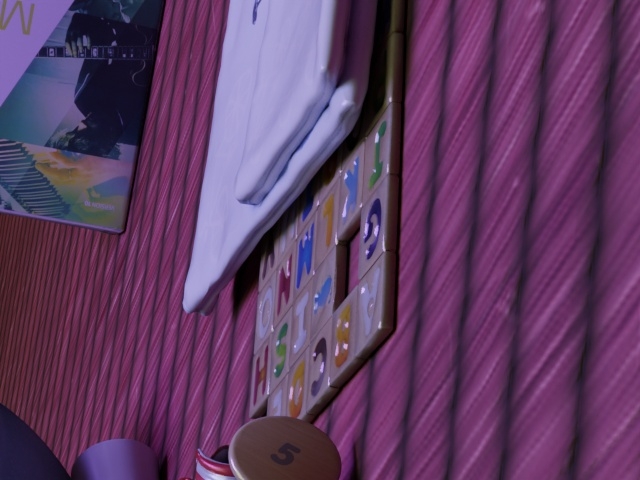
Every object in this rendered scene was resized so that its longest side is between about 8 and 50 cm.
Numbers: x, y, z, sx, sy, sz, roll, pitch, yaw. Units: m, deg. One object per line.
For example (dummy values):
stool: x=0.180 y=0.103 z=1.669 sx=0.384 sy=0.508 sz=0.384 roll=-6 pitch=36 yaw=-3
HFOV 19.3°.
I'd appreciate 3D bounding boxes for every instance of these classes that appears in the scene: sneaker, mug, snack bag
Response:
sneaker: x=-0.060 y=0.149 z=1.045 sx=0.118 sy=0.042 sz=0.067 roll=158 pitch=118 yaw=-65
mug: x=-0.133 y=0.185 z=1.310 sx=0.062 sy=0.078 sz=0.064 roll=-40 pitch=39 yaw=16
snack bag: x=-0.021 y=-0.155 z=1.105 sx=0.342 sy=0.037 sz=0.323 roll=130 pitch=149 yaw=-64

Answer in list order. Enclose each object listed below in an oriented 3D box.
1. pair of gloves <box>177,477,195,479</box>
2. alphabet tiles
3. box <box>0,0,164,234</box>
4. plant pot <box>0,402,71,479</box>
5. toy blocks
pair of gloves: x=-0.068 y=0.210 z=0.894 sx=0.159 sy=0.023 sz=0.198 roll=76 pitch=-160 yaw=-47
alphabet tiles: x=0.000 y=0.000 z=0.986 sx=0.237 sy=0.009 sz=0.198 roll=126 pitch=151 yaw=-59
box: x=-0.267 y=-0.182 z=1.713 sx=0.058 sy=0.232 sz=0.322 roll=-176 pitch=96 yaw=-77
plant pot: x=-0.266 y=0.262 z=1.359 sx=0.293 sy=0.196 sz=0.293 roll=-36 pitch=33 yaw=29
toy blocks: x=-0.029 y=0.175 z=0.880 sx=0.123 sy=0.054 sz=0.148 roll=-92 pitch=13 yaw=-49
